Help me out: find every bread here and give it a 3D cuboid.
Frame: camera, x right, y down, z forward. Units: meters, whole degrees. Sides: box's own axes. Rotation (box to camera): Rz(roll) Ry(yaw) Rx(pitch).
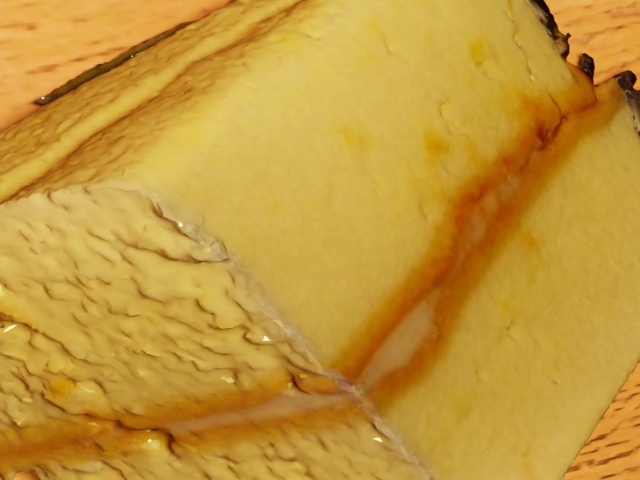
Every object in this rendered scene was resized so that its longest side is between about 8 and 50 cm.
[{"bbox_3d":[0.000,0.000,1.058,0.345,0.242,0.405,61,40,-27],"label":"bread"}]
